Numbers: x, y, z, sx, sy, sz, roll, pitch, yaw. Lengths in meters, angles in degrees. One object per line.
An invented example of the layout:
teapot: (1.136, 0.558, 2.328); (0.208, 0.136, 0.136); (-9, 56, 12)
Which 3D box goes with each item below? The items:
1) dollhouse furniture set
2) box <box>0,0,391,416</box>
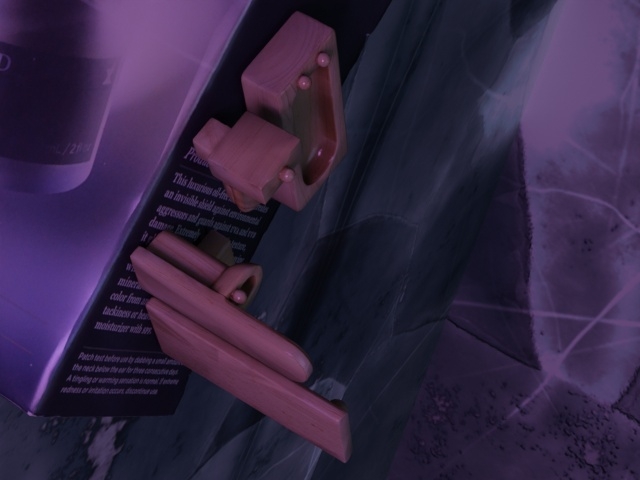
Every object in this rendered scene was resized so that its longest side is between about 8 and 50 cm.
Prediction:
dollhouse furniture set: (0.000, 0.000, 0.756); (0.151, 0.123, 0.144); (-52, 159, -22)
box: (-0.168, -0.097, 0.842); (0.294, 0.296, 0.183); (-62, 160, 3)
